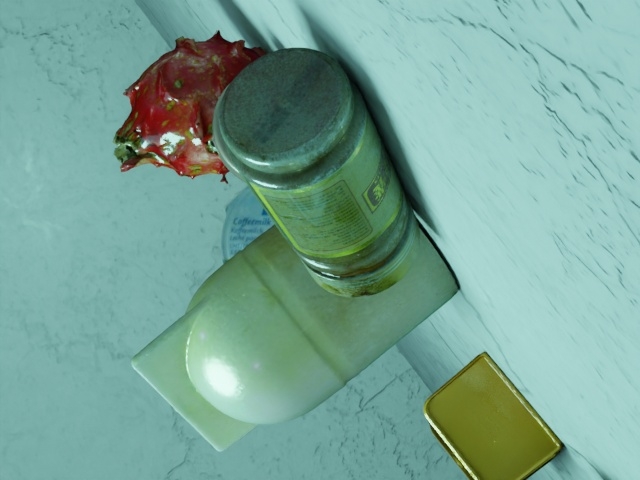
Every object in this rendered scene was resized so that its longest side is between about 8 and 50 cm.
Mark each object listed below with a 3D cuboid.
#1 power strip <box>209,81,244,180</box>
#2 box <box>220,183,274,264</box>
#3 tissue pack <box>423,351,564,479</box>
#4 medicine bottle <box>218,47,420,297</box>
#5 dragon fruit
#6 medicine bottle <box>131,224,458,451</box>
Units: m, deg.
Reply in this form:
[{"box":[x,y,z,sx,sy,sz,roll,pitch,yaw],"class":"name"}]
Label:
[{"box":[-0.067,-0.143,1.342,0.154,0.154,0.078,52,176,-1],"class":"power strip"},{"box":[-0.023,0.034,1.910,0.206,0.262,0.291,24,-114,-63],"class":"box"},{"box":[0.276,0.317,1.721,0.194,0.145,0.274,53,176,18],"class":"tissue pack"},{"box":[0.007,-0.067,1.167,0.151,0.151,0.322,50,176,31],"class":"medicine bottle"},{"box":[-0.175,-0.184,1.476,0.205,0.268,0.210,42,156,63],"class":"dragon fruit"},{"box":[-0.038,0.105,1.424,0.236,0.406,0.236,52,178,3],"class":"medicine bottle"}]
